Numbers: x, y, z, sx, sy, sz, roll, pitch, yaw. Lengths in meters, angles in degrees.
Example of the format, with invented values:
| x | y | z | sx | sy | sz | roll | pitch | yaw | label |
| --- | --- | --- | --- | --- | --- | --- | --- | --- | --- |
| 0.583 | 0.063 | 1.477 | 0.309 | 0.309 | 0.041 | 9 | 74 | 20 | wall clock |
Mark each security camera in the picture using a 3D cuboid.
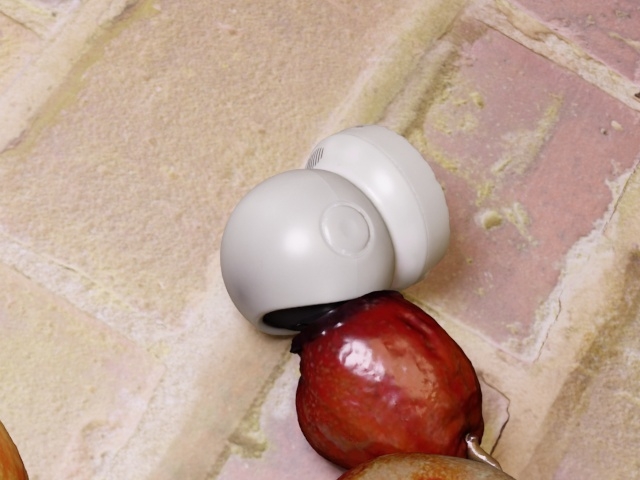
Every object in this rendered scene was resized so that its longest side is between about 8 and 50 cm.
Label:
| x | y | z | sx | sy | sz | roll | pitch | yaw | label |
| --- | --- | --- | --- | --- | --- | --- | --- | --- | --- |
| 0.000 | 0.000 | 1.994 | 0.236 | 0.194 | 0.194 | -30 | 71 | -36 | security camera |

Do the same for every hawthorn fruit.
| x | y | z | sx | sy | sz | roll | pitch | yaw | label |
| --- | --- | --- | --- | --- | --- | --- | --- | --- | --- |
| 0.087 | 0.162 | 1.917 | 0.251 | 0.189 | 0.189 | 32 | 53 | 14 | hawthorn fruit |

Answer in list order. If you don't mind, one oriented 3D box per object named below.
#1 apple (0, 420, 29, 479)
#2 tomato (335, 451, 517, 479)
| x | y | z | sx | sy | sz | roll | pitch | yaw | label |
| --- | --- | --- | --- | --- | --- | --- | --- | --- | --- |
| -0.394 | 0.260 | 1.638 | 0.250 | 0.277 | 0.309 | 42 | 67 | -3 | apple |
| 0.103 | 0.340 | 1.782 | 0.270 | 0.223 | 0.270 | -6 | 59 | 11 | tomato |
